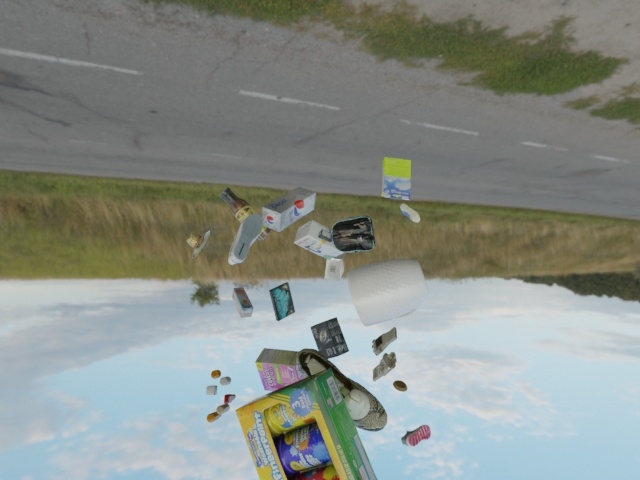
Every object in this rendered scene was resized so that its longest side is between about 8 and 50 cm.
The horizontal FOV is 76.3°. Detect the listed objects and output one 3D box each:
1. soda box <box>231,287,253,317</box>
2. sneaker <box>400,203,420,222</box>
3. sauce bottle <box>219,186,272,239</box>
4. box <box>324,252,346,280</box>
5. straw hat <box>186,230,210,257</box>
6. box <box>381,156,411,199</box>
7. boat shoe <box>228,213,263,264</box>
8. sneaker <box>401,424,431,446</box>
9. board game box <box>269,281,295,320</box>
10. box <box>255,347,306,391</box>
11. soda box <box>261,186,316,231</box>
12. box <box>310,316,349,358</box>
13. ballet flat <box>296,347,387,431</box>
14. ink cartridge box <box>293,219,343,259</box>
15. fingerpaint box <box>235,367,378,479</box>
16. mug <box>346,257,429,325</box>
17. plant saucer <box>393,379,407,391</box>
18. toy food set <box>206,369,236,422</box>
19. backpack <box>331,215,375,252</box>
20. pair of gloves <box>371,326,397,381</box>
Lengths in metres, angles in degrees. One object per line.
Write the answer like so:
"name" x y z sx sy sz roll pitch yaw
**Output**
"soda box" -0.402 0.317 2.095 0.058 0.062 0.183 1 -152 -30
"sneaker" 0.557 -0.168 2.542 0.152 0.058 0.084 41 -177 8
"sauce bottle" -0.422 -0.151 2.283 0.344 0.111 0.111 45 162 -17
"box" 0.087 0.135 2.311 0.091 0.129 0.170 9 -163 9
"straw hat" -0.533 0.000 1.735 0.061 0.144 0.144 30 175 -5
"box" 0.296 -0.236 1.593 0.109 0.178 0.042 6 160 -3
"boat shoe" -0.293 -0.008 1.537 0.083 0.226 0.076 41 139 -21
"sneaker" 0.419 0.859 1.799 0.171 0.063 0.075 -6 166 -41
"board game box" -0.213 0.342 2.284 0.126 0.186 0.026 -24 -161 -38
"box" -0.206 0.720 2.243 0.243 0.213 0.117 0 -152 22
"soda box" -0.133 -0.142 1.779 0.098 0.091 0.286 22 -146 23
"box" 0.044 0.492 2.039 0.078 0.180 0.147 -11 166 -39
"ballet flat" 0.072 0.640 1.752 0.483 0.164 0.182 37 169 22
"ink cartridge box" 0.000 0.000 1.985 0.213 0.093 0.154 28 153 -20
"fingerpaint box" -0.055 0.751 1.478 0.371 0.444 0.163 -28 166 20
"mug" 0.342 0.256 1.931 0.328 0.276 0.374 -20 130 11
"plant saucer" 0.441 0.796 2.242 0.084 0.015 0.083 12 -157 -5
"toy food set" -0.472 0.737 1.948 0.111 0.232 0.104 -4 166 9
"backpack" 0.146 -0.027 1.867 0.189 0.165 0.144 -10 -174 3
"pair of gloves" 0.318 0.577 2.071 0.042 0.240 0.204 23 138 -15
